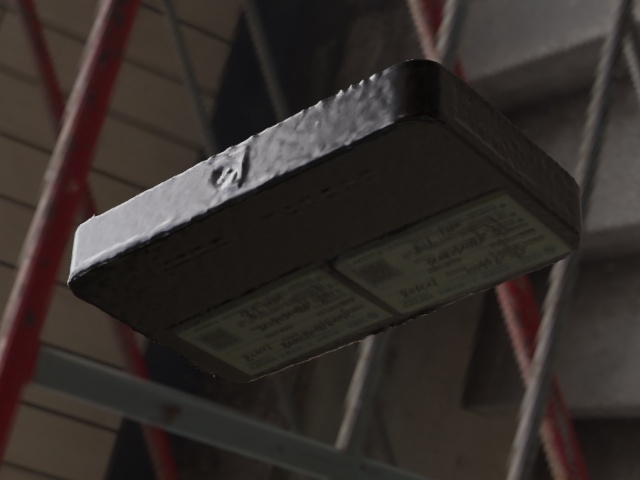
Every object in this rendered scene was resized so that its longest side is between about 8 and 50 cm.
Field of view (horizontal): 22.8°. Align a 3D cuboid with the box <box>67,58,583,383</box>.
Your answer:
[{"bbox_3d":[0.000,0.000,1.167,0.350,0.211,0.058,-24,50,32],"label":"box"}]
